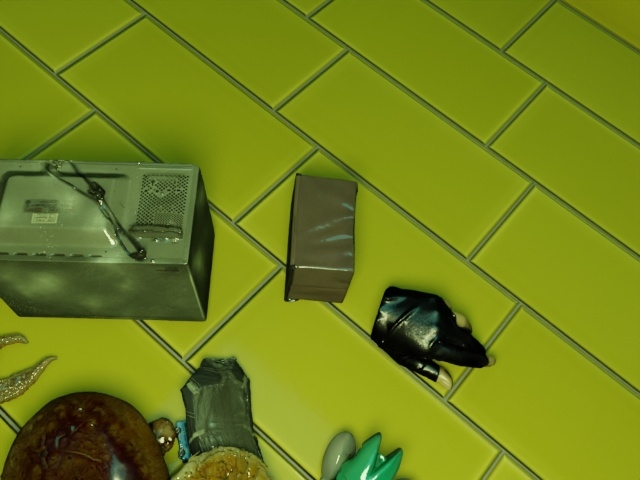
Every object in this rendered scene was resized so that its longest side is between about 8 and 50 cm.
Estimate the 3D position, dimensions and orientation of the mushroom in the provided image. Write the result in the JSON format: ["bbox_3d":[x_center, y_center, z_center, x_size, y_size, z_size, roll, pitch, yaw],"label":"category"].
[{"bbox_3d":[-0.451,0.461,1.343,0.345,0.239,0.345,-10,50,12],"label":"mushroom"}]

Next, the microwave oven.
[{"bbox_3d":[-0.465,0.004,1.497,0.432,0.374,0.236,1,63,-1],"label":"microwave oven"}]

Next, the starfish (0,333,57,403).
[{"bbox_3d":[-0.718,0.332,1.459,0.299,0.060,0.302,5,56,-12],"label":"starfish"}]

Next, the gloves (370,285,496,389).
[{"bbox_3d":[0.259,0.226,1.608,0.301,0.152,0.197,19,88,-13],"label":"gloves"}]

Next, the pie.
[{"bbox_3d":[-0.191,0.529,1.330,0.274,0.055,0.274,6,80,-36],"label":"pie"}]

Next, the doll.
[{"bbox_3d":[0.060,0.502,1.438,0.258,0.153,0.195,-27,87,-2],"label":"doll"}]

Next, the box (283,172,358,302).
[{"bbox_3d":[0.000,0.000,1.659,0.153,0.188,0.252,6,59,-4],"label":"box"}]

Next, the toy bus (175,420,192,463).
[{"bbox_3d":[-0.282,0.423,1.479,0.046,0.038,0.083,-10,64,-16],"label":"toy bus"}]

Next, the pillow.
[{"bbox_3d":[-0.201,0.398,1.467,0.162,0.092,0.335,5,55,-37],"label":"pillow"}]
